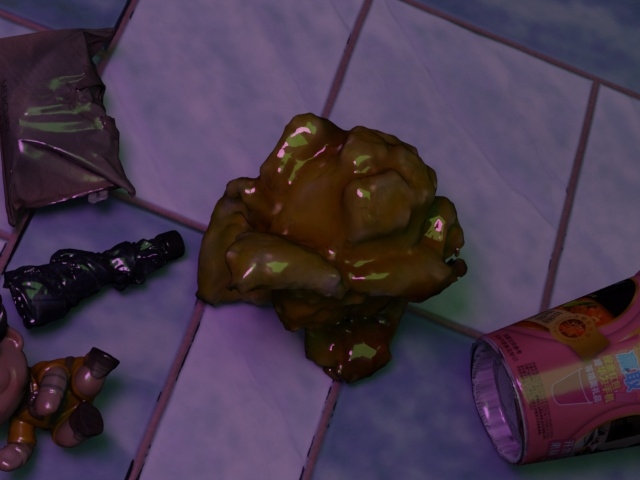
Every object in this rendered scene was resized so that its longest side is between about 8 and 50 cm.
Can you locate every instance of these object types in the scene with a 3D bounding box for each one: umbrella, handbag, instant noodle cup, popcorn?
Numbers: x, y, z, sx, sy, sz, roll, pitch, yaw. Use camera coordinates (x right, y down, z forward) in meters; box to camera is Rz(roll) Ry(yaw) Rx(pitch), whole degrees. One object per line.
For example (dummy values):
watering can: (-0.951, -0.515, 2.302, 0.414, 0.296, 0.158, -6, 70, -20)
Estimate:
umbrella: (-0.272, 0.036, 1.286, 0.224, 0.071, 0.080, -22, 85, -29)
handbag: (-0.329, -0.157, 1.328, 0.182, 0.117, 0.270, -13, 71, -5)
instant noodle cup: (0.332, 0.170, 1.306, 0.255, 0.244, 0.244, -12, 71, -11)
popcorn: (-0.005, -0.008, 1.271, 0.321, 0.326, 0.290, 38, 47, -47)

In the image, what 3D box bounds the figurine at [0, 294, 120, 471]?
figurine: (-0.368, 0.153, 1.161, 0.257, 0.167, 0.192, 25, 95, -30)
